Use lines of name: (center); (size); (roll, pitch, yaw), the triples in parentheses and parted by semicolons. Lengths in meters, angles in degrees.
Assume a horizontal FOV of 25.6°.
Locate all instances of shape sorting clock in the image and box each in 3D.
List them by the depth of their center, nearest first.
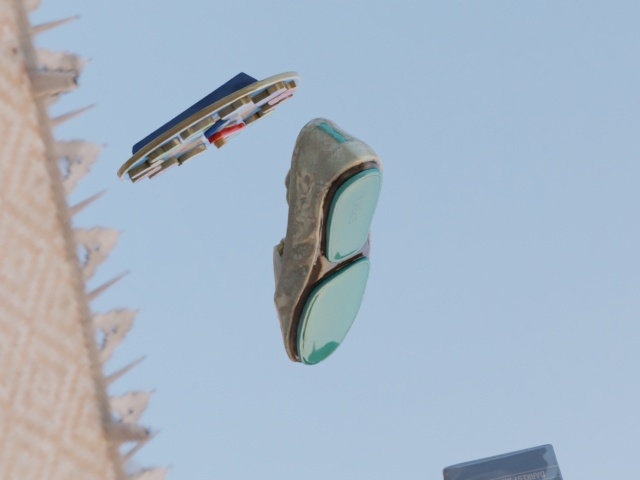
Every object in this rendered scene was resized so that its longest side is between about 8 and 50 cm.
shape sorting clock: (-0.108, -0.110, 1.396); (0.206, 0.206, 0.040); (-35, -93, 32)

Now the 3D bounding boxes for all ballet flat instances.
ballet flat: (0.000, 0.000, 0.777); (0.052, 0.057, 0.168); (47, -36, 29)

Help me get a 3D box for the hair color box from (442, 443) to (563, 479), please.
hair color box: (0.207, 0.393, 1.263); (0.113, 0.374, 0.185); (-13, -43, 2)
